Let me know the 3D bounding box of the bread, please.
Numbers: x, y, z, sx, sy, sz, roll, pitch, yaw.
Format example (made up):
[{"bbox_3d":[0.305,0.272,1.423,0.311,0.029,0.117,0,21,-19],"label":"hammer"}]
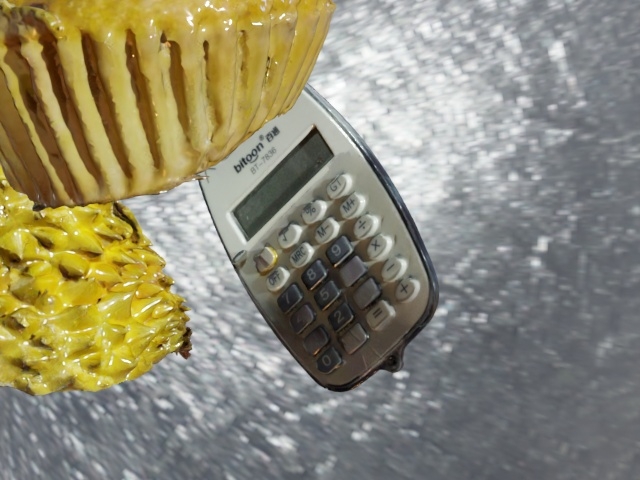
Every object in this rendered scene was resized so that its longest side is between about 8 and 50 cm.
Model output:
[{"bbox_3d":[-0.100,-0.113,1.121,0.240,0.240,0.139,-17,103,-12],"label":"bread"}]

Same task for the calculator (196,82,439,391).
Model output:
[{"bbox_3d":[0.000,0.000,1.585,0.040,0.177,0.268,0,55,-50],"label":"calculator"}]

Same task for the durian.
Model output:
[{"bbox_3d":[-0.259,0.014,1.567,0.305,0.185,0.196,13,112,7],"label":"durian"}]
